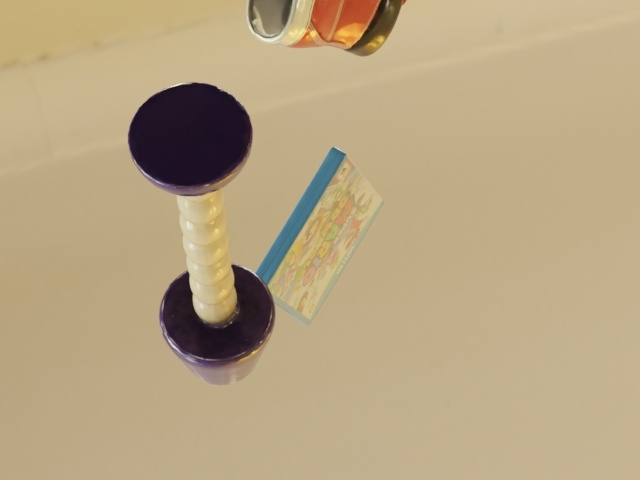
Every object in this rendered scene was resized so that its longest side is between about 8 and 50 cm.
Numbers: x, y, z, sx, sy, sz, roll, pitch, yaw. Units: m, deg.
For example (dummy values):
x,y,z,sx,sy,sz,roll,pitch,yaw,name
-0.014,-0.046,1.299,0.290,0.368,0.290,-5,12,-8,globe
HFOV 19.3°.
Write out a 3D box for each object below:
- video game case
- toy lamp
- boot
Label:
x,y,z,sx,sy,sz,roll,pitch,yaw,name
0.000,0.000,1.441,0.015,0.166,0.119,30,-94,15,video game case
-0.070,0.011,1.162,0.080,0.275,0.080,-1,-119,2,toy lamp
0.029,-0.298,1.784,0.088,0.176,0.244,23,-75,40,boot
